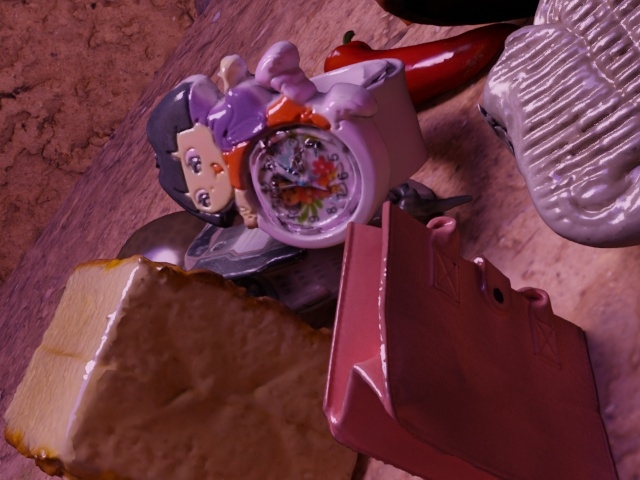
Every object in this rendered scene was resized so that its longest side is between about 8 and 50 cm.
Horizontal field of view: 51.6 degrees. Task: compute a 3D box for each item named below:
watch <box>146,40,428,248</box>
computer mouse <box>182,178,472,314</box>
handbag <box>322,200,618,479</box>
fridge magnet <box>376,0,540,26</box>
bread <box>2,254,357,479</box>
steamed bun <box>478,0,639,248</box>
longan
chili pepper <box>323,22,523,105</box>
[{"bbox_3d":[-0.026,-0.117,0.687,0.244,0.196,0.231,-11,25,23],"label":"watch"},{"bbox_3d":[0.002,0.005,0.775,0.389,0.115,0.199,-11,36,30],"label":"computer mouse"},{"bbox_3d":[0.103,0.081,0.430,0.059,0.213,0.157,-31,39,42],"label":"handbag"},{"bbox_3d":[0.174,-0.296,0.586,0.364,0.364,0.155,-4,92,57],"label":"fridge magnet"},{"bbox_3d":[-0.133,0.155,0.667,0.279,0.279,0.207,-6,58,55],"label":"bread"},{"bbox_3d":[0.238,-0.111,0.479,0.211,0.144,0.218,-41,60,34],"label":"steamed bun"},{"bbox_3d":[-0.193,0.051,0.959,0.213,0.198,0.198,-10,49,17],"label":"longan"},{"bbox_3d":[0.099,-0.229,0.887,0.137,0.092,0.368,-44,33,-12],"label":"chili pepper"}]
